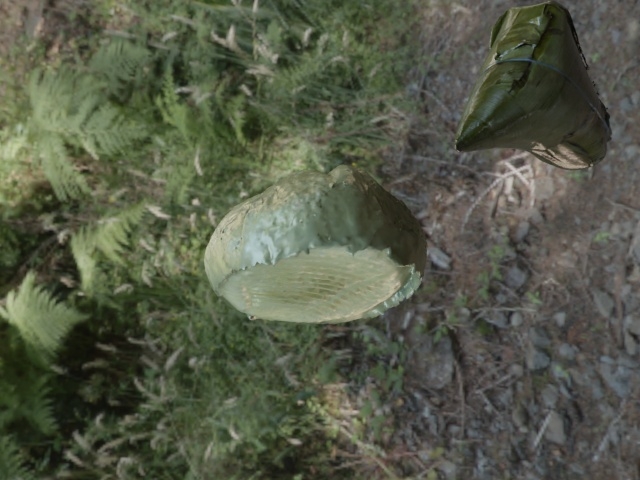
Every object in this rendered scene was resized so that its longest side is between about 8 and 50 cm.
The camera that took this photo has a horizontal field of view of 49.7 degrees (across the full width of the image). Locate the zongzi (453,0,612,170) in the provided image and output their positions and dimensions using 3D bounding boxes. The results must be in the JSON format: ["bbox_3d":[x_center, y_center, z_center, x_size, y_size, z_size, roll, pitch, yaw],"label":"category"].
[{"bbox_3d":[0.365,-0.180,1.189,0.160,0.323,0.360,-6,44,48],"label":"zongzi"}]

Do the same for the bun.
[{"bbox_3d":[0.000,0.000,0.822,0.259,0.260,0.152,128,142,-54],"label":"bun"}]
